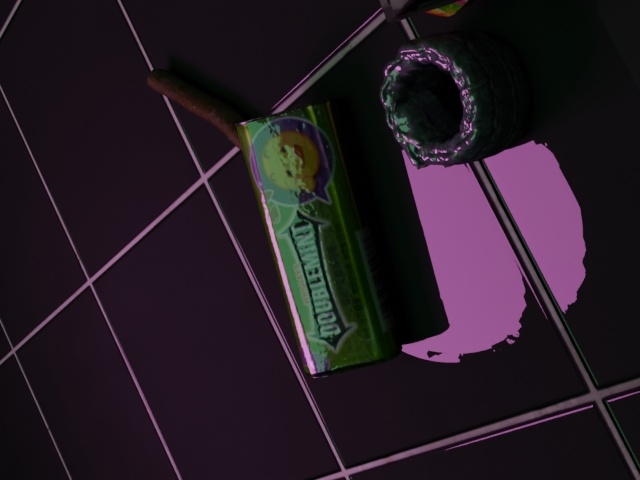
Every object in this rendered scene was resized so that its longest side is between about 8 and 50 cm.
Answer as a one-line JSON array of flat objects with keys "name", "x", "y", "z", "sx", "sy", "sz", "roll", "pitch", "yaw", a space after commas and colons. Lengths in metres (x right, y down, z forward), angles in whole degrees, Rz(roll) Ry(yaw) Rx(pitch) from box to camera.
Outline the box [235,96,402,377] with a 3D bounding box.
[{"name": "box", "x": 0.000, "y": 0.000, "z": 1.253, "sx": 0.134, "sy": 0.097, "sz": 0.345, "roll": -13, "pitch": 97, "yaw": 13}]

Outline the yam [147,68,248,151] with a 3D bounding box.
[{"name": "yam", "x": -0.140, "y": -0.173, "z": 1.403, "sx": 0.327, "sy": 0.045, "sz": 0.045, "roll": 34, "pitch": 151, "yaw": 34}]

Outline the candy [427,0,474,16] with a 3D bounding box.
[{"name": "candy", "x": 0.053, "y": -0.318, "z": 1.097, "sx": 0.365, "sy": 0.124, "sz": 0.124, "roll": 20, "pitch": 121, "yaw": 52}]

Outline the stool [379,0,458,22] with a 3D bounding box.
[{"name": "stool", "x": 0.164, "y": -0.316, "z": 0.770, "sx": 0.270, "sy": 0.244, "sz": 0.170, "roll": 174, "pitch": 75, "yaw": -81}]

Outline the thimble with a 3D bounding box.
[{"name": "thimble", "x": 0.143, "y": -0.153, "z": 1.049, "sx": 0.150, "sy": 0.098, "sz": 0.150, "roll": 21, "pitch": 120, "yaw": 42}]
